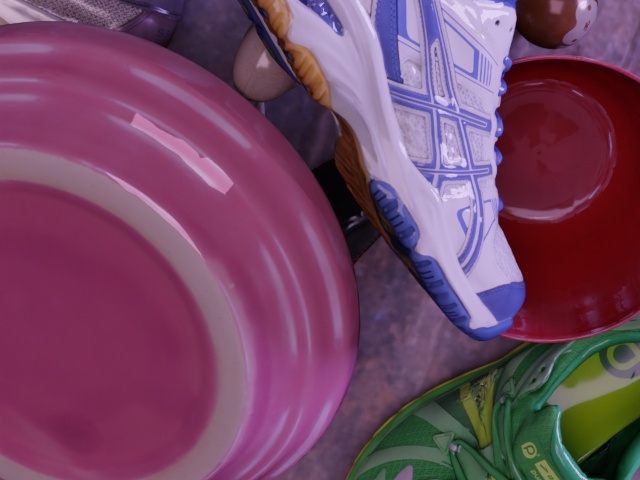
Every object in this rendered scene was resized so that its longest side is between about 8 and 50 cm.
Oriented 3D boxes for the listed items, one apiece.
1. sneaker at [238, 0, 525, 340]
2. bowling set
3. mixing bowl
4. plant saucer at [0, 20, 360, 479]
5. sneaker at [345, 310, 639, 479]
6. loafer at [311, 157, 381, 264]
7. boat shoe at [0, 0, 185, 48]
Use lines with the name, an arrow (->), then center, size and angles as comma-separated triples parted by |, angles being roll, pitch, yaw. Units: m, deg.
sneaker -> 0.065, -0.076, 0.923 | 0.131, 0.112, 0.296 | -33, 122, -5
bowling set -> 0.081, -0.183, 1.006 | 0.200, 0.154, 0.287 | 20, 101, -1
mixing bowl -> 0.138, -0.040, 1.050 | 0.182, 0.098, 0.181 | 1, 113, 3
plant saucer -> -0.144, 0.036, 1.022 | 0.332, 0.084, 0.332 | 10, 123, 15
sneaker -> 0.121, 0.128, 1.075 | 0.295, 0.123, 0.109 | -41, 97, 9
loafer -> 0.000, 0.000, 1.099 | 0.170, 0.062, 0.061 | -33, 136, 1
boat shoe -> -0.213, -0.190, 1.047 | 0.285, 0.103, 0.092 | 30, 95, -7
